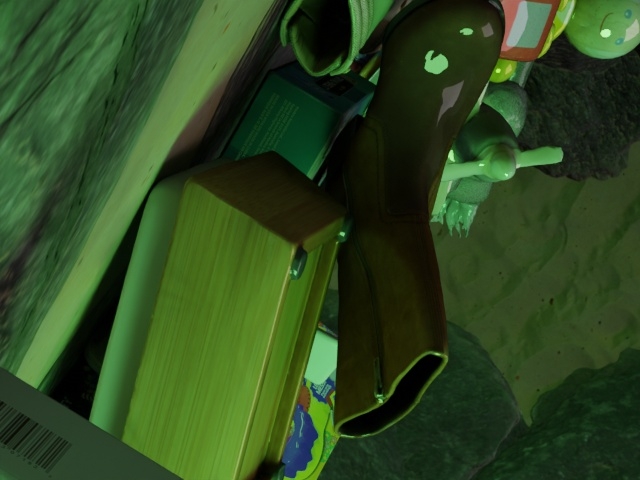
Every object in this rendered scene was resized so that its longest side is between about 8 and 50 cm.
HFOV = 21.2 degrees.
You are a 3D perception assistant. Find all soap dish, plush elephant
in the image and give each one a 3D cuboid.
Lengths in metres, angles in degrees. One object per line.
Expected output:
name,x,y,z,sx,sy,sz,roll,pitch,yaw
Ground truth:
soap dish,-0.076,0.087,1.276,0.229,0.118,0.290,-32,137,-75
plush elephant,0.114,-0.164,2.169,0.330,0.255,0.272,109,0,-45

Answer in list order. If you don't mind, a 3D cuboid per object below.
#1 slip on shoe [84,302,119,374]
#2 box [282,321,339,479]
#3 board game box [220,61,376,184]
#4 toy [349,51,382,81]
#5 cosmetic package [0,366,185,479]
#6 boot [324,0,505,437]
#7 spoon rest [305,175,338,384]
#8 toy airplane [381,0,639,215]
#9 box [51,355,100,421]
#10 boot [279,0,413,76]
slip on shoe,-0.141,0.060,1.356,0.041,0.051,0.135,-50,176,33
box,-0.124,0.250,2.081,0.279,0.177,0.290,-37,-163,51
board game box,-0.052,-0.045,1.629,0.253,0.079,0.336,-59,178,12
toy,0.032,-0.192,2.012,0.237,0.056,0.137,-54,-176,21
cosmetic package,-0.094,0.283,0.924,0.284,0.377,0.097,-59,178,21
boot,0.068,-0.024,1.305,0.264,0.096,0.280,-48,-150,42
spoon rest,0.000,0.000,1.503,0.137,0.084,0.276,-52,-164,38
toy airplane,0.189,-0.251,1.677,0.386,0.272,0.384,103,7,-63
box,-0.192,0.145,1.402,0.159,0.044,0.233,-60,178,36
boot,0.025,-0.188,1.378,0.165,0.077,0.213,-59,174,-33
